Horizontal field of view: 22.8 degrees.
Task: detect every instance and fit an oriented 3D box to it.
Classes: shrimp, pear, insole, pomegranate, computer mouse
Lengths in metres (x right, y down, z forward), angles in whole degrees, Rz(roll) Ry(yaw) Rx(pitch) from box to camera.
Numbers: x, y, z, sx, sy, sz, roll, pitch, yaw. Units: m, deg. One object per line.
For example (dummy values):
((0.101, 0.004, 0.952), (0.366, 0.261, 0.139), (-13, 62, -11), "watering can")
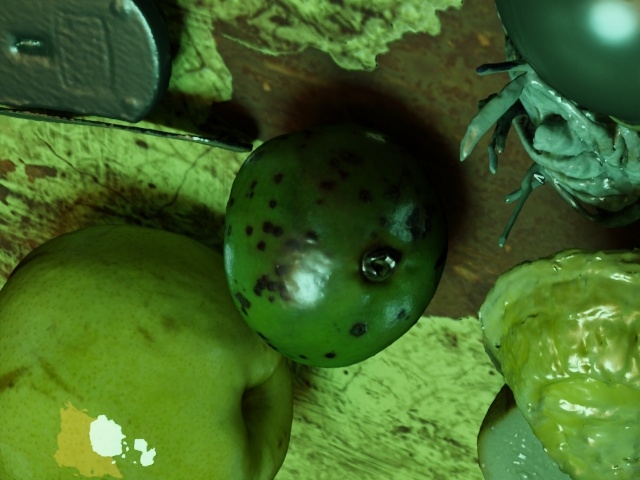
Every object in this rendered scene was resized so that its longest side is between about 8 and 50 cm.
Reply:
((0.223, -0.055, 1.134), (0.410, 0.166, 0.221), (40, 137, -22), "shrimp")
((-0.179, 0.133, 1.478), (0.314, 0.314, 0.314), (19, 135, 20), "pear")
((-0.221, -0.106, 1.432), (0.348, 0.119, 0.009), (10, 92, 23), "insole")
((0.000, 0.000, 1.322), (0.202, 0.202, 0.248), (58, 162, -22), "pomegranate")
((-0.243, -0.186, 1.378), (0.270, 0.086, 0.137), (9, 126, 17), "computer mouse")

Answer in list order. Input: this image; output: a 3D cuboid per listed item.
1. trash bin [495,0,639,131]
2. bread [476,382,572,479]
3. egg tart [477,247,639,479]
((0.199, -0.223, 0.870), (0.214, 0.214, 0.333), (18, 109, 20), "trash bin")
((0.249, 0.196, 1.397), (0.236, 0.070, 0.236), (18, 135, 19), "bread")
((0.218, 0.104, 1.124), (0.232, 0.098, 0.252), (12, 141, 12), "egg tart")
